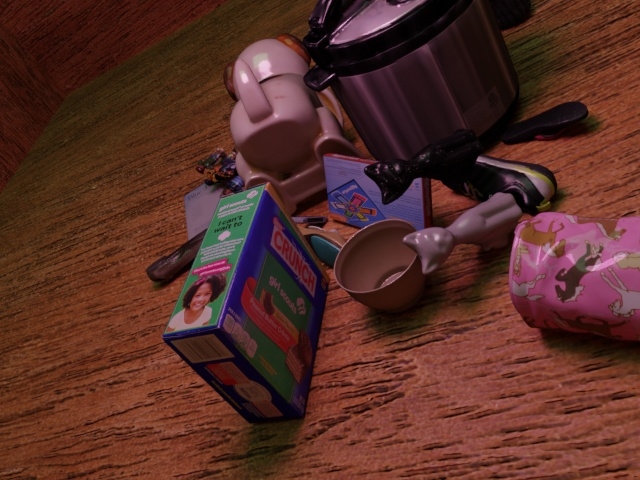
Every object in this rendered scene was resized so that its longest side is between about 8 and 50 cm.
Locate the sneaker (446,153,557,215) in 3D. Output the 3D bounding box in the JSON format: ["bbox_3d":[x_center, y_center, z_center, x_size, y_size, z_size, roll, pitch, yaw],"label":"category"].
[{"bbox_3d":[0.305,-0.094,1.082,0.234,0.084,0.097,11,59,46],"label":"sneaker"}]

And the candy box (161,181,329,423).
[{"bbox_3d":[-0.106,0.107,1.044,0.122,0.268,0.317,-13,42,24],"label":"candy box"}]

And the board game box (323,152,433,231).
[{"bbox_3d":[0.109,-0.088,1.194,0.027,0.145,0.281,-20,25,-34],"label":"board game box"}]

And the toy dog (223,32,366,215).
[{"bbox_3d":[-0.112,-0.307,1.424,0.284,0.395,0.408,-33,44,21],"label":"toy dog"}]

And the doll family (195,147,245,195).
[{"bbox_3d":[-0.261,-0.180,1.624,0.193,0.076,0.111,19,57,45],"label":"doll family"}]

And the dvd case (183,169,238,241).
[{"bbox_3d":[-0.291,-0.103,1.641,0.180,0.022,0.253,-32,36,6],"label":"dvd case"}]

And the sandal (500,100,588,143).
[{"bbox_3d":[0.436,-0.220,1.160,0.179,0.040,0.067,-14,34,50],"label":"sandal"}]

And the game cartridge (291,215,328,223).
[{"bbox_3d":[-0.031,-0.046,1.325,0.056,0.083,0.017,8,99,42],"label":"game cartridge"}]

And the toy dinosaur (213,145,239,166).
[{"bbox_3d":[-0.271,-0.235,1.739,0.183,0.053,0.092,-24,1,4],"label":"toy dinosaur"}]

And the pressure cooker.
[{"bbox_3d":[0.185,-0.402,1.238,0.375,0.420,0.370,-9,45,34],"label":"pressure cooker"}]

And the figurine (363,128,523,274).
[{"bbox_3d":[0.199,-0.062,0.989,0.209,0.215,0.092,-21,-15,-27],"label":"figurine"}]

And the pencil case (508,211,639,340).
[{"bbox_3d":[0.434,0.044,0.759,0.386,0.160,0.167,-1,49,40],"label":"pencil case"}]

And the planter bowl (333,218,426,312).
[{"bbox_3d":[0.119,0.057,1.047,0.162,0.109,0.162,-22,39,19],"label":"planter bowl"}]

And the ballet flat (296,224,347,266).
[{"bbox_3d":[0.000,0.000,1.242,0.232,0.080,0.073,13,45,45],"label":"ballet flat"}]

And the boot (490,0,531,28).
[{"bbox_3d":[0.364,-0.681,1.537,0.131,0.260,0.348,-44,38,8],"label":"boot"}]

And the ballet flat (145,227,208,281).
[{"bbox_3d":[-0.318,0.030,1.498,0.249,0.058,0.084,-33,16,-4],"label":"ballet flat"}]
